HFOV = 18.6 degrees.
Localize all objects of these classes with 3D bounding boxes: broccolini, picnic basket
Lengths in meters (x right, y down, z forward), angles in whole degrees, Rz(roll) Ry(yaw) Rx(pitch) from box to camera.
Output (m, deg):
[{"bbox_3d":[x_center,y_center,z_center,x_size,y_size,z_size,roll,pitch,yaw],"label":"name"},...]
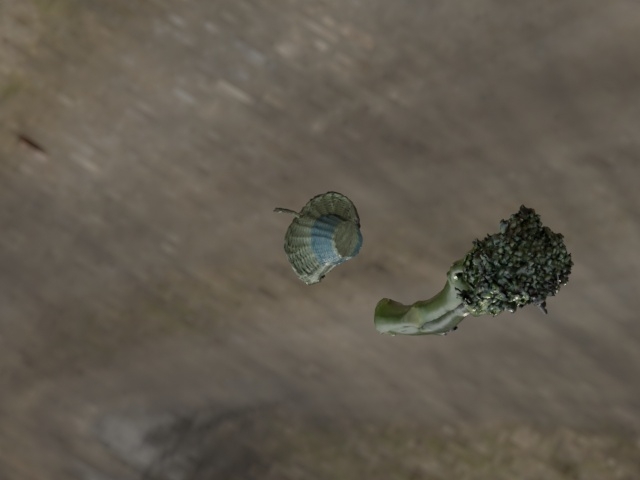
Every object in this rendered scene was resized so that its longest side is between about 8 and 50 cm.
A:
[{"bbox_3d":[0.073,0.026,1.031,0.051,0.054,0.239,-11,174,-15],"label":"broccolini"},{"bbox_3d":[0.000,0.000,1.644,0.083,0.083,0.065,3,139,51],"label":"picnic basket"}]
